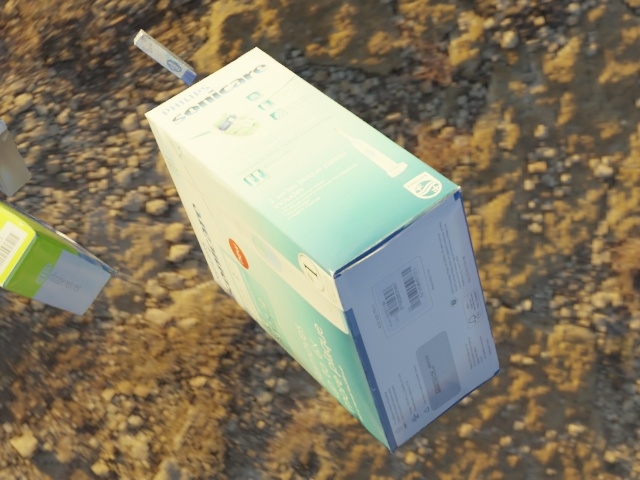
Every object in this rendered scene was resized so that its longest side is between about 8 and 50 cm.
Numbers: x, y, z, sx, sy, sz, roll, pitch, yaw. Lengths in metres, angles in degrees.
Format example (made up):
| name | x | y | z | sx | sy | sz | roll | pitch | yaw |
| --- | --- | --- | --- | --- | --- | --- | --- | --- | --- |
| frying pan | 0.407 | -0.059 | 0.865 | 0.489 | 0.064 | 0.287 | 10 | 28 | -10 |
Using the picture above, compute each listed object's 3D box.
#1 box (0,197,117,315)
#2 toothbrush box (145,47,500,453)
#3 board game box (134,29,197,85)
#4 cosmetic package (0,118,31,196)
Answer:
| name | x | y | z | sx | sy | sz | roll | pitch | yaw |
| --- | --- | --- | --- | --- | --- | --- | --- | --- | --- |
| box | -0.202 | -0.003 | 0.816 | 0.109 | 0.178 | 0.042 | 32 | 85 | 10 |
| toothbrush box | 0.000 | 0.000 | 1.092 | 0.126 | 0.295 | 0.216 | -33 | 134 | -16 |
| board game box | -0.207 | -0.244 | 1.714 | 0.090 | 0.090 | 0.020 | 37 | 95 | -14 |
| cosmetic package | -0.401 | -0.112 | 1.572 | 0.060 | 0.115 | 0.041 | 34 | 67 | 25 |
